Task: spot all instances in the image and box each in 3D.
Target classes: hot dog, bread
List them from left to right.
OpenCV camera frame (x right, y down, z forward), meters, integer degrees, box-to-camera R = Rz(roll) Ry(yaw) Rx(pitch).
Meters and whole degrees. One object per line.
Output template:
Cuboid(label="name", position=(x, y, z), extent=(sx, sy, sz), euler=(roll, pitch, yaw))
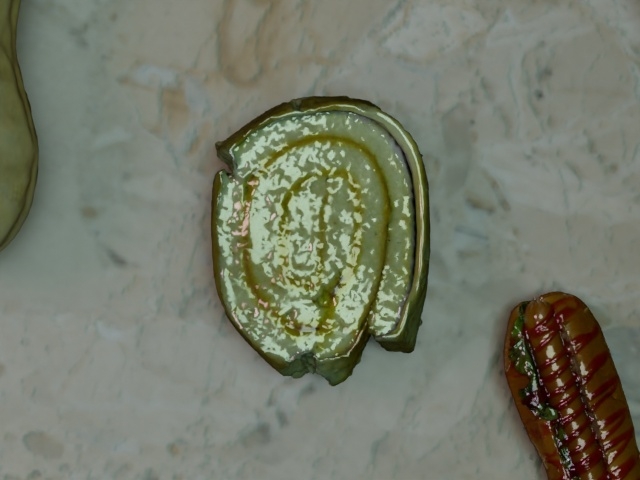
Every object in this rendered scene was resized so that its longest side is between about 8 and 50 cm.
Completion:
Cuboid(label="bread", position=(0.000, 0.000, 0.987), extent=(0.118, 0.064, 0.156), euler=(1, 90, -3))
Cuboid(label="hot dog", position=(0.141, 0.099, 1.014), extent=(0.062, 0.038, 0.144), euler=(-17, 91, -7))

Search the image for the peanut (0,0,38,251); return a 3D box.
Cuboid(label="peanut", position=(-0.210, -0.121, 0.946), extent=(0.125, 0.111, 0.274), euler=(-4, 86, 8))
